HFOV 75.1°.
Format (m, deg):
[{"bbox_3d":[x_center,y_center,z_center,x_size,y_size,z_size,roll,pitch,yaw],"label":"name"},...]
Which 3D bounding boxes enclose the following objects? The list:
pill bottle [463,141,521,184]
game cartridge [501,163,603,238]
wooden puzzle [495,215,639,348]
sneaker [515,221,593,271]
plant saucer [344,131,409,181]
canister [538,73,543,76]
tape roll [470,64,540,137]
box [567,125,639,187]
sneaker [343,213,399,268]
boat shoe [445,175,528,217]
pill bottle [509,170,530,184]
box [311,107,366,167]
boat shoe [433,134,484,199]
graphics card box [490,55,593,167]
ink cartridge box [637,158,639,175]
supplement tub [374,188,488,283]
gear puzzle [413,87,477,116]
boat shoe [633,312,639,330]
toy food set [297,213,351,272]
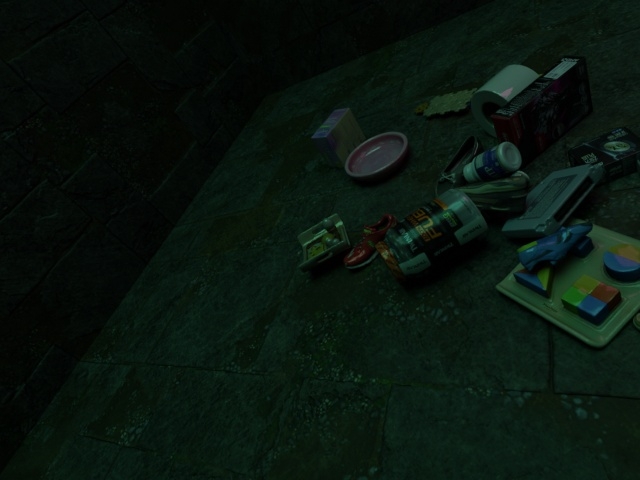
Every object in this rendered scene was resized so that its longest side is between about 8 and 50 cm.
[{"bbox_3d":[0.633,-0.279,1.549,0.111,0.112,0.187,-58,16,-27],"label":"pill bottle"},{"bbox_3d":[0.718,-0.117,1.311,0.297,0.062,0.198,-45,6,-12],"label":"game cartridge"},{"bbox_3d":[0.710,0.080,1.133,0.348,0.080,0.322,-41,35,-6],"label":"wooden puzzle"},{"bbox_3d":[0.654,0.019,1.148,0.210,0.069,0.082,-25,71,8],"label":"sneaker"},{"bbox_3d":[0.283,-0.400,2.044,0.333,0.084,0.331,-23,36,18],"label":"plant saucer"},{"bbox_3d":[0.924,-0.637,1.783,0.126,0.073,0.169,-6,44,35],"label":"canister"},{"bbox_3d":[0.759,-0.553,1.677,0.169,0.246,0.246,-41,35,-6],"label":"tape roll"},{"bbox_3d":[0.932,-0.270,1.349,0.180,0.077,0.147,-23,38,18],"label":"box"},{"bbox_3d":[0.188,-0.005,1.638,0.279,0.118,0.107,-41,35,-6],"label":"sneaker"},{"bbox_3d":[0.558,-0.136,1.445,0.133,0.130,0.355,-13,5,-17],"label":"boat shoe"},{"bbox_3d":[0.678,-0.185,1.474,0.120,0.067,0.067,-44,36,-11],"label":"pill bottle"},{"bbox_3d":[0.102,-0.553,2.259,0.118,0.213,0.242,9,55,45],"label":"box"},{"bbox_3d":[0.547,-0.291,1.682,0.112,0.095,0.335,17,61,49],"label":"boat shoe"},{"bbox_3d":[0.824,-0.472,1.539,0.371,0.232,0.094,-39,34,-5],"label":"graphics card box"},{"bbox_3d":[1.103,-0.210,1.150,0.333,0.065,0.165,-15,40,26],"label":"ink cartridge box"},{"bbox_3d":[0.368,-0.007,1.413,0.338,0.207,0.207,-34,35,4],"label":"supplement tub"},{"bbox_3d":[0.620,-0.681,2.124,0.339,0.044,0.175,7,55,48],"label":"gear puzzle"},{"bbox_3d":[0.817,0.183,0.931,0.190,0.072,0.068,1,50,41],"label":"boat shoe"},{"bbox_3d":[0.000,0.000,1.773,0.220,0.092,0.306,-30,22,9],"label":"toy food set"}]
